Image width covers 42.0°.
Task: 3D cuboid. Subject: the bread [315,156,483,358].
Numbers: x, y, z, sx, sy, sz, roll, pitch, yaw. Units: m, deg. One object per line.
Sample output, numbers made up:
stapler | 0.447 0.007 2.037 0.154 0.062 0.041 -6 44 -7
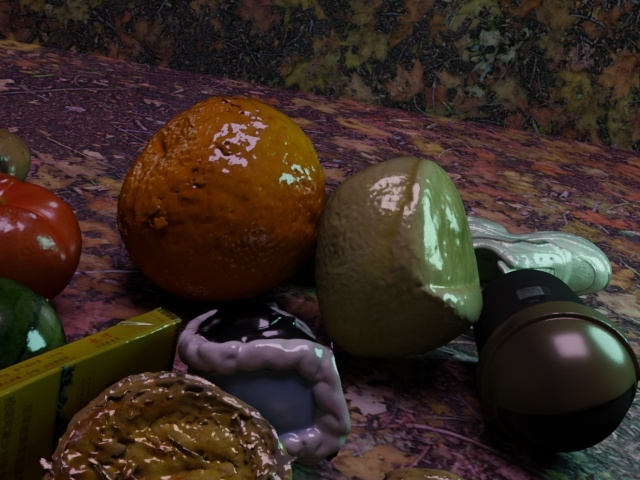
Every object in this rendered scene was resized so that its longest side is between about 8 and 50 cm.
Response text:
bread | 0.109 0.028 1.262 0.237 0.320 0.320 -12 17 14

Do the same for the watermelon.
watermelon | -0.374 0.123 0.919 0.188 0.188 0.214 5 30 -20

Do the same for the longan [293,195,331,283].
longan | 0.000 0.000 1.500 0.187 0.167 0.167 -3 16 20

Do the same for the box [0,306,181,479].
box | -0.263 0.181 0.889 0.041 0.153 0.279 23 24 26

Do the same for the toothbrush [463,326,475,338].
toothbrush | 0.258 0.157 1.421 0.294 0.026 0.028 21 38 20

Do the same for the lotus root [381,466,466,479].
lotus root | 0.131 0.294 0.957 0.152 0.063 0.072 6 12 -7

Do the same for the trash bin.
trash bin | 0.320 0.172 1.178 0.214 0.214 0.334 12 13 -2

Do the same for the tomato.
tomato | -0.468 0.009 1.166 0.260 0.179 0.260 10 23 -4

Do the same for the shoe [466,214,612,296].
shoe | 0.387 0.060 1.615 0.342 0.132 0.210 14 25 12

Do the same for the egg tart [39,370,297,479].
egg tart | -0.151 0.246 0.842 0.252 0.098 0.231 2 52 -2

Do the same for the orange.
orange | -0.148 -0.057 1.332 0.293 0.340 0.340 42 6 -29

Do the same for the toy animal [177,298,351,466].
toy animal | -0.073 0.173 0.972 0.156 0.204 0.208 -16 16 -18

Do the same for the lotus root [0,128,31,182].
lotus root | -0.615 -0.144 1.563 0.125 0.118 0.221 -6 20 -2
